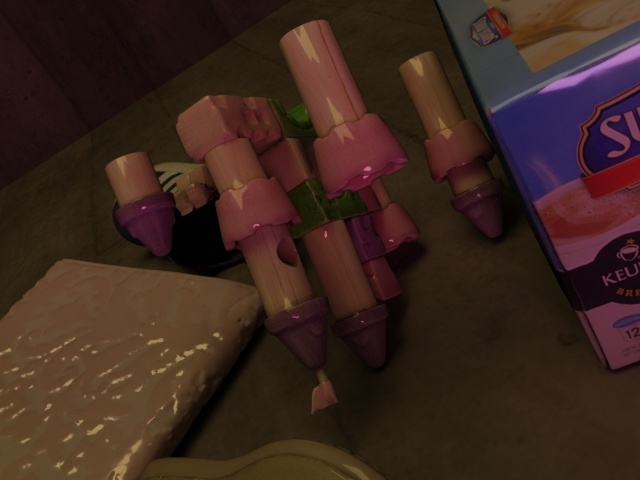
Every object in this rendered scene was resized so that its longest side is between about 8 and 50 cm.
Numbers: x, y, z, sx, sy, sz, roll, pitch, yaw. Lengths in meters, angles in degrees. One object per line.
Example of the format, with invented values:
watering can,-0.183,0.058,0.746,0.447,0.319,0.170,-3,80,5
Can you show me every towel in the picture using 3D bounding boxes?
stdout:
towel,-0.256,0.153,0.777,0.317,0.053,0.332,5,42,28

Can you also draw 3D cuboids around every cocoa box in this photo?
cocoa box,0.246,-0.122,0.583,0.231,0.228,0.347,-25,27,16

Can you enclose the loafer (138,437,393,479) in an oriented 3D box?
loafer,-0.048,0.204,0.504,0.268,0.102,0.092,-21,29,42

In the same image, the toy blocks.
toy blocks,0.000,0.000,0.685,0.309,0.260,0.288,-26,-6,30

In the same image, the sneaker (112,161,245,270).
sneaker,-0.191,-0.023,0.996,0.350,0.131,0.148,-8,31,40
